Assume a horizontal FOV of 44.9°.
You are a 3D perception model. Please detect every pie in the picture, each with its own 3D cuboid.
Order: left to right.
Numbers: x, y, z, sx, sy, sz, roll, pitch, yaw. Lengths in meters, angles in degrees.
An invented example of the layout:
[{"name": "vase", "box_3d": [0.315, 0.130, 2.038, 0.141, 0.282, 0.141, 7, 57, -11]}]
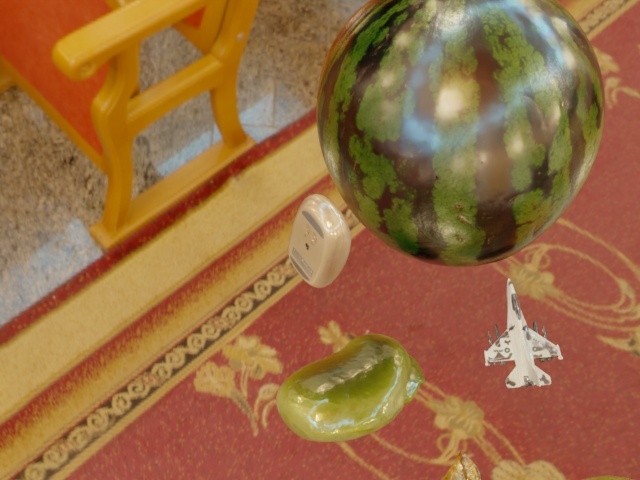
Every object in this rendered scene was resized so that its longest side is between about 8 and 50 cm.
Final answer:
[{"name": "pie", "box_3d": [0.256, 0.485, 1.487, 0.092, 0.170, 0.034, 42, 28, 13]}]

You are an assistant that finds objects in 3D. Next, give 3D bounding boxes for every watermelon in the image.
[{"name": "watermelon", "box_3d": [0.134, -0.124, 0.775, 0.285, 0.285, 0.285, 5, 59, -8]}]

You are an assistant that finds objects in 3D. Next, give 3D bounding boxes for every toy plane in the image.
[{"name": "toy plane", "box_3d": [0.394, 0.195, 1.542, 0.160, 0.082, 0.234, -3, 57, -8]}]

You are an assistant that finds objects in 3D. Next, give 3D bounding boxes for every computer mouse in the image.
[{"name": "computer mouse", "box_3d": [0.000, 0.000, 1.669, 0.082, 0.236, 0.145, -26, 60, -29]}]

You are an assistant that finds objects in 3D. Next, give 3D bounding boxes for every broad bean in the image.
[{"name": "broad bean", "box_3d": [0.039, 0.172, 0.888, 0.174, 0.082, 0.124, -31, 35, -33]}]

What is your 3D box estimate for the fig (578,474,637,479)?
[{"name": "fig", "box_3d": [0.497, 0.580, 1.330, 0.343, 0.343, 0.343, 5, 59, -8]}]
